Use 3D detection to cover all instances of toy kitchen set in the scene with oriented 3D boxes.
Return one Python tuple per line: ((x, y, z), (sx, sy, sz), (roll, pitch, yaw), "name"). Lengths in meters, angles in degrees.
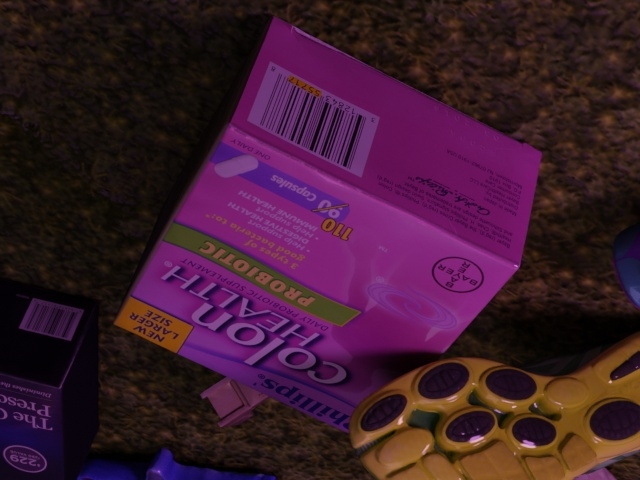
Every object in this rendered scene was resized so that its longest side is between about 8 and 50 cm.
((-0.060, 0.106, 1.315), (0.083, 0.075, 0.068), (-33, 81, 4), "toy kitchen set")

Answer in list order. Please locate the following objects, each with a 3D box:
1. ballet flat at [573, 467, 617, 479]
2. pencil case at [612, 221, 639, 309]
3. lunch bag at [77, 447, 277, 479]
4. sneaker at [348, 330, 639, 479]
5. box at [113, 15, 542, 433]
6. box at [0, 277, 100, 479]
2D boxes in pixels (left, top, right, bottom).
((0.250, 0.237, 1.324), (0.168, 0.052, 0.057), (37, 134, -20), "ballet flat")
((0.275, -0.004, 1.054), (0.152, 0.064, 0.070), (-29, 105, 39), "pencil case")
((-0.137, 0.320, 1.504), (0.221, 0.138, 0.293), (4, 127, 18), "lunch bag")
((0.150, 0.139, 1.136), (0.296, 0.109, 0.123), (-6, 160, -28), "sneaker")
((0.000, 0.000, 1.113), (0.214, 0.117, 0.243), (26, 138, -9), "box")
((-0.331, 0.115, 1.361), (0.261, 0.103, 0.184), (13, 140, 5), "box")
